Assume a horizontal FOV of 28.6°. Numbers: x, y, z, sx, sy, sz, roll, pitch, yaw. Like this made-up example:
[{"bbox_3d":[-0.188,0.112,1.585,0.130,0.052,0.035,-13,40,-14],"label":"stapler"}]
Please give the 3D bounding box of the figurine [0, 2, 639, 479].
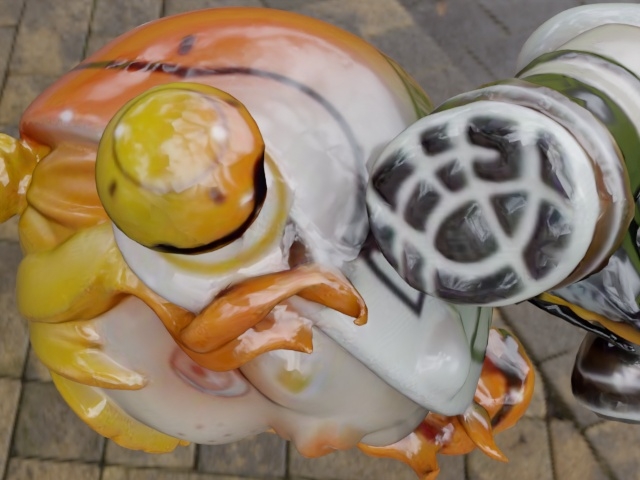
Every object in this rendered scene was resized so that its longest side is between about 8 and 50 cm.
[{"bbox_3d":[0.002,-0.004,0.536,0.323,0.320,0.196,-2,67,27],"label":"figurine"}]
